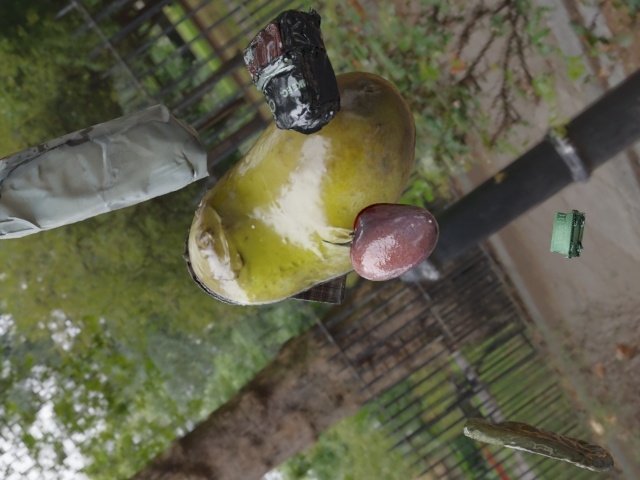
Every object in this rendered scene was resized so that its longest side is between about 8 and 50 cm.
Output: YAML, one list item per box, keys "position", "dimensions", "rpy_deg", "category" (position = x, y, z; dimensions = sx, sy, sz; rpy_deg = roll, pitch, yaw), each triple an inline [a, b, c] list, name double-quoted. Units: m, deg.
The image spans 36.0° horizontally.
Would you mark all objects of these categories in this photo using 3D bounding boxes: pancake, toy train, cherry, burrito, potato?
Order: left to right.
- position: [-0.369, -0.094, 1.466]
  dimensions: [0.101, 0.445, 0.139]
  rpy_deg: [24, 128, 51]
  category: "burrito"
- position: [-0.034, -0.114, 1.572]
  dimensions: [0.296, 0.397, 0.290]
  rpy_deg: [99, 151, -53]
  category: "potato"
- position: [0.087, 0.003, 1.233]
  dimensions: [0.126, 0.106, 0.087]
  rpy_deg: [10, 146, 37]
  category: "cherry"
- position: [0.331, 0.302, 1.480]
  dimensions: [0.236, 0.042, 0.222]
  rpy_deg: [16, 174, -17]
  category: "pancake"
- position: [0.465, -0.012, 1.850]
  dimensions: [0.038, 0.093, 0.056]
  rpy_deg: [6, -179, -38]
  category: "toy train"

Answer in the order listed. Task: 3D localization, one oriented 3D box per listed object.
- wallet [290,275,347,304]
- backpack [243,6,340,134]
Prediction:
- position: [0.000, 0.000, 1.830]
  dimensions: [0.042, 0.124, 0.230]
  rpy_deg: [-134, 52, -76]
  category: "wallet"
- position: [-0.039, -0.232, 1.367]
  dimensions: [0.105, 0.120, 0.165]
  rpy_deg: [-2, -116, -39]
  category: "backpack"
